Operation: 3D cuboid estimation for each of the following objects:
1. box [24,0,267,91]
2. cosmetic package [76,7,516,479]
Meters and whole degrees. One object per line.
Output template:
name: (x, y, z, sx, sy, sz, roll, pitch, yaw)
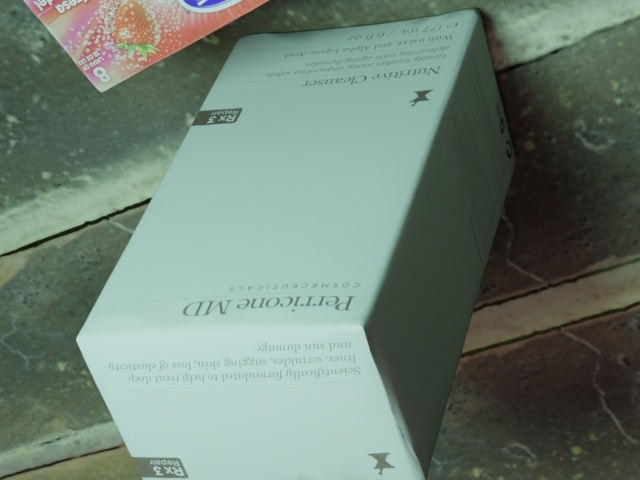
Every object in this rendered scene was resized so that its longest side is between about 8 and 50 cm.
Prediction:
box: (-0.073, -0.254, 1.263, 0.300, 0.154, 0.142, -25, 116, 30)
cosmetic package: (0.000, 0.000, 1.284, 0.217, 0.385, 0.156, -5, 125, 20)
